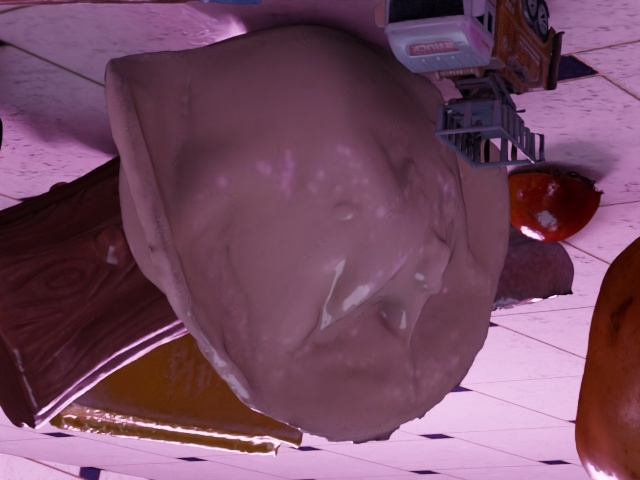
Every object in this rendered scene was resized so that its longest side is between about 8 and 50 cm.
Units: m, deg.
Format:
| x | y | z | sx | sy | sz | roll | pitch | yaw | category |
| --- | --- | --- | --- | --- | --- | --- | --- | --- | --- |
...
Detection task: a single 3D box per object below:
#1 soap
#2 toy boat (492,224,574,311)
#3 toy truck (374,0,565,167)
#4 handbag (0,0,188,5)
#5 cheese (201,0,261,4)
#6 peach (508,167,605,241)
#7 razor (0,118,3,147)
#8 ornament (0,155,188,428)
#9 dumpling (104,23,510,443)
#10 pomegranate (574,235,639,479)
| x | y | z | sx | sy | sz | roll | pitch | yaw | category |
| --- | --- | --- | --- | --- | --- | --- | --- | --- | --- |
| -0.169 | 0.141 | 2.215 | 0.315 | 0.199 | 0.091 | 13 | 158 | -28 | soap |
| 0.182 | 0.034 | 1.966 | 0.155 | 0.085 | 0.227 | -10 | 175 | -14 | toy boat |
| 0.101 | -0.131 | 1.273 | 0.080 | 0.115 | 0.177 | -3 | 162 | 25 | toy truck |
| -0.136 | -0.205 | 1.040 | 0.193 | 0.072 | 0.151 | 4 | 136 | 10 | handbag |
| -0.082 | -0.200 | 1.177 | 0.135 | 0.052 | 0.245 | 8 | 166 | -7 | cheese |
| 0.216 | -0.030 | 1.734 | 0.098 | 0.061 | 0.098 | 9 | 169 | 2 | peach |
| -0.364 | -0.061 | 1.578 | 0.189 | 0.107 | 0.327 | -19 | 179 | -13 | razor |
| -0.223 | 0.035 | 1.710 | 0.217 | 0.221 | 0.235 | -28 | 140 | -20 | ornament |
| 0.000 | 0.000 | 1.404 | 0.395 | 0.316 | 0.233 | 5 | 162 | -44 | dumpling |
| 0.437 | 0.138 | 1.768 | 0.410 | 0.410 | 0.410 | 3 | 165 | 1 | pomegranate |
